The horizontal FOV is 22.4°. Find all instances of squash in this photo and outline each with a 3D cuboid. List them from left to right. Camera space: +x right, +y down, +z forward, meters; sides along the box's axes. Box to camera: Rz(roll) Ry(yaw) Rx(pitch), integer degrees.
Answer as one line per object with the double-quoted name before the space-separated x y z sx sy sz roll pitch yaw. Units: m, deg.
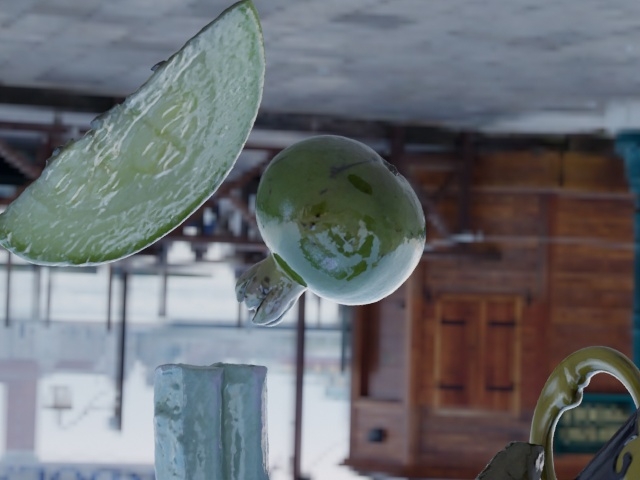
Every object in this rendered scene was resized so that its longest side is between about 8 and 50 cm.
"squash" -0.154 -0.079 1.168 0.155 0.237 0.204 42 166 32

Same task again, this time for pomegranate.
"pomegranate" 0.014 0.002 1.641 0.179 0.210 0.179 16 -173 -2

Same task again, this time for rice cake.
"rice cake" -0.067 0.185 1.033 0.040 0.226 0.085 4 -172 44

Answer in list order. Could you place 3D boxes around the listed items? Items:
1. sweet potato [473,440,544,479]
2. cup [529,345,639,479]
"sweet potato" 0.080 0.245 1.254 0.273 0.075 0.075 -30 -171 -22
"cup" 0.232 0.193 1.203 0.178 0.255 0.256 -18 148 -48
